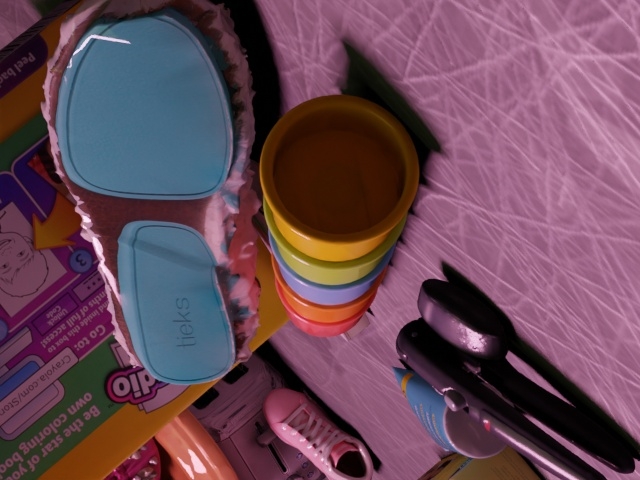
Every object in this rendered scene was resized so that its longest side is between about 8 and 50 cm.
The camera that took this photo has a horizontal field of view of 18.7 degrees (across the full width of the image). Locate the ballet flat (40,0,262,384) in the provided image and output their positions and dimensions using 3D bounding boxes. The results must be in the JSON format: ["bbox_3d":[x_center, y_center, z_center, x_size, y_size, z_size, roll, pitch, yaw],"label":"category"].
[{"bbox_3d":[-0.112,-0.059,1.380,0.147,0.147,0.409,42,151,29],"label":"ballet flat"}]

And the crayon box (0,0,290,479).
[{"bbox_3d":[-0.238,0.036,1.562,0.313,0.363,0.106,54,166,-15],"label":"crayon box"}]

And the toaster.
[{"bbox_3d":[-0.100,0.181,2.016,0.227,0.129,0.146,32,153,49],"label":"toaster"}]

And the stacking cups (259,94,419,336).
[{"bbox_3d":[0.000,0.000,1.289,0.096,0.096,0.316,48,166,9],"label":"stacking cups"}]

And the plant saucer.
[{"bbox_3d":[-0.149,0.213,1.939,0.200,0.037,0.200,42,156,24],"label":"plant saucer"}]

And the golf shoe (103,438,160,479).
[{"bbox_3d":[-0.219,0.248,1.936,0.140,0.115,0.306,36,153,41],"label":"golf shoe"}]

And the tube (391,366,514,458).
[{"bbox_3d":[0.095,0.128,1.442,0.080,0.052,0.207,62,171,-2],"label":"tube"}]

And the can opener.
[{"bbox_3d":[0.121,0.103,1.255,0.186,0.059,0.073,43,164,27],"label":"can opener"}]

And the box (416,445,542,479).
[{"bbox_3d":[0.123,0.213,1.539,0.087,0.058,0.232,49,166,4],"label":"box"}]

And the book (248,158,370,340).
[{"bbox_3d":[-0.021,0.003,1.504,0.096,0.035,0.144,39,164,52],"label":"book"}]

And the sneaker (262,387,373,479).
[{"bbox_3d":[0.001,0.190,1.880,0.134,0.051,0.070,46,164,3],"label":"sneaker"}]
